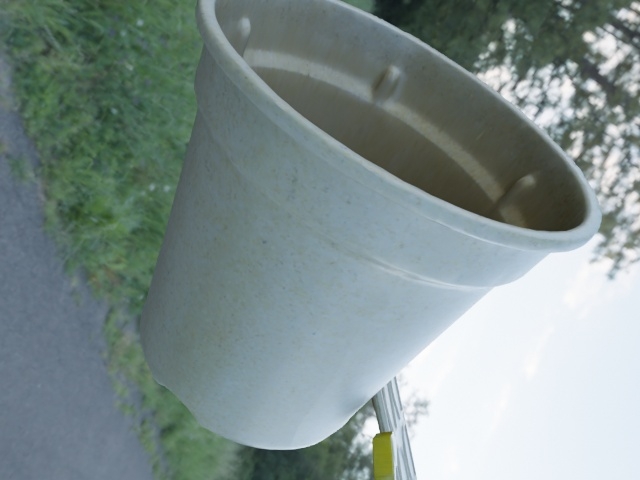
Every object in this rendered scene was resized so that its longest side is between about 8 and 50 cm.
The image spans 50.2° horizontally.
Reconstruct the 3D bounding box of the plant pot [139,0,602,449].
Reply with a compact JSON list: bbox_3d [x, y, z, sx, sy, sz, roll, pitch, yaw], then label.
[{"bbox_3d":[0.000,0.000,0.586,0.305,0.333,0.334,-59,178,31],"label":"plant pot"}]

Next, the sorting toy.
[{"bbox_3d":[0.073,0.225,0.771,0.307,0.041,0.229,18,65,-79],"label":"sorting toy"}]
